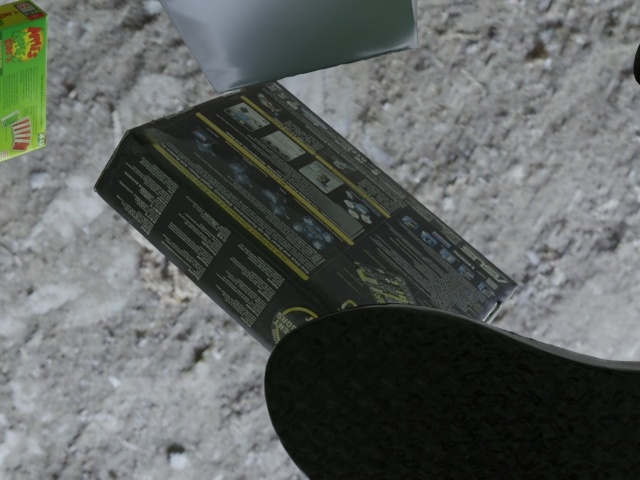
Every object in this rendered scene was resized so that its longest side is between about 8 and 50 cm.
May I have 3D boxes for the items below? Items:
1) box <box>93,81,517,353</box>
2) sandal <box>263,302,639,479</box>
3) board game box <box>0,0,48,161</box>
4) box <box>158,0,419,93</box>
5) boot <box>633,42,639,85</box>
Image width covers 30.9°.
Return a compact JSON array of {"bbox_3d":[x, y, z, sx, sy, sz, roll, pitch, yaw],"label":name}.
[{"bbox_3d":[0.000,0.000,1.257,0.097,0.395,0.318,-53,171,29],"label":"box"},{"bbox_3d":[0.177,0.147,0.870,0.445,0.107,0.168,8,90,0],"label":"sandal"},{"bbox_3d":[-0.362,-0.177,1.319,0.092,0.043,0.181,-27,143,-38],"label":"board game box"},{"bbox_3d":[-0.031,-0.182,0.406,0.103,0.184,0.261,-10,170,4],"label":"box"},{"bbox_3d":[0.297,-0.038,0.574,0.207,0.246,0.094,26,97,-28],"label":"boot"}]
